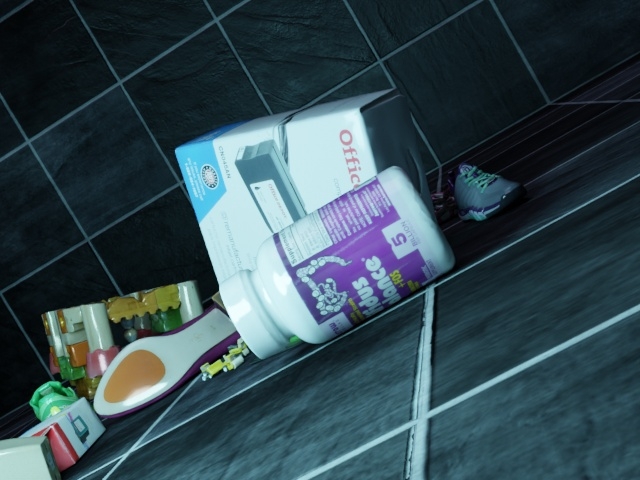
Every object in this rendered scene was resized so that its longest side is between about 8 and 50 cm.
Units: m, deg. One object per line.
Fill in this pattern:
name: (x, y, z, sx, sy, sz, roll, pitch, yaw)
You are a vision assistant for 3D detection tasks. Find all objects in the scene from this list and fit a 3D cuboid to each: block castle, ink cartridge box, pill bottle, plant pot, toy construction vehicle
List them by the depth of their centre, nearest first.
pill bottle: (0.020, 0.039, 1.209, 0.302, 0.169, 0.169, -30, 3, 4)
plant pot: (-0.449, 0.350, 1.308, 0.096, 0.109, 0.109, -18, 1, -9)
ink cartridge box: (-0.473, 0.360, 1.497, 0.134, 0.078, 0.231, -31, 3, 5)
toy construction vehicle: (-0.158, 0.199, 1.504, 0.086, 0.035, 0.098, -33, 4, -39)
ink cartridge box: (-0.024, -0.082, 1.541, 0.395, 0.285, 0.166, -8, 16, 33)
block castle: (-0.457, 0.234, 2.038, 0.303, 0.212, 0.453, -12, 0, -30)

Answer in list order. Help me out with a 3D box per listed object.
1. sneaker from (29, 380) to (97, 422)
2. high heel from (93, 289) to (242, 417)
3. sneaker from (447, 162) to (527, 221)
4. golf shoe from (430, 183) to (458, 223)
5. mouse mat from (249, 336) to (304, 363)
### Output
sneaker: (-0.549, 0.353, 1.866, 0.109, 0.123, 0.295, -31, 2, -18)
high heel: (-0.262, 0.232, 1.697, 0.377, 0.127, 0.181, -35, -23, -14)
sneaker: (0.272, -0.090, 1.508, 0.083, 0.098, 0.224, -31, 3, -13)
golf shoe: (0.257, -0.071, 1.771, 0.086, 0.067, 0.186, 2, -21, -40)
mouse mat: (-0.015, 0.140, 1.396, 0.190, 0.007, 0.153, -29, 4, 41)
